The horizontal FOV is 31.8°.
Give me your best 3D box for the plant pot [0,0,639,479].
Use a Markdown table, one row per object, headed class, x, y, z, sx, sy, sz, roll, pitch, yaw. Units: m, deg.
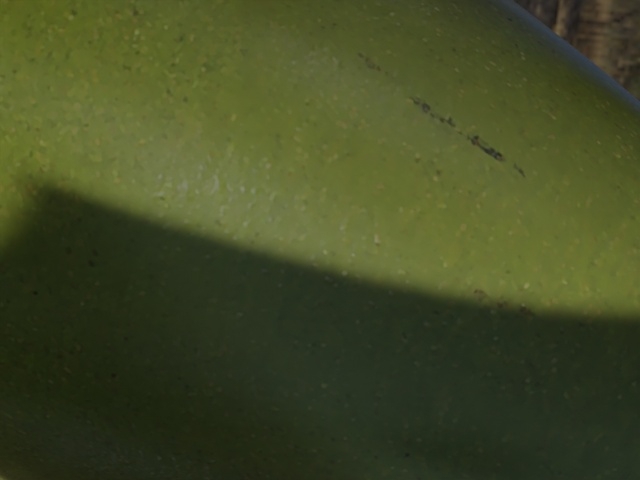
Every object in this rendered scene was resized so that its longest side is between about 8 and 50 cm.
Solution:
| class | x | y | z | sx | sy | sz | roll | pitch | yaw |
| --- | --- | --- | --- | --- | --- | --- | --- | --- | --- |
| plant pot | 0.000 | 0.000 | 0.414 | 0.275 | 0.293 | 0.275 | 24 | 90 | -82 |
